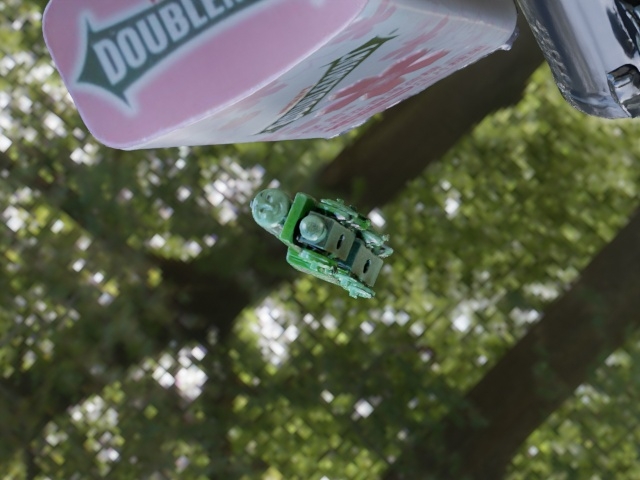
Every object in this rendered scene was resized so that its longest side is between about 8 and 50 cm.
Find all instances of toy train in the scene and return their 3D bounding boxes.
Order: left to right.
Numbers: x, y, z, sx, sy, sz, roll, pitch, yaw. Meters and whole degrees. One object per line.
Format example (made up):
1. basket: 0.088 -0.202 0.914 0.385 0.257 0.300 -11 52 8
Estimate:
1. toy train: 0.000 0.000 1.711 0.119 0.085 0.251 21 172 20

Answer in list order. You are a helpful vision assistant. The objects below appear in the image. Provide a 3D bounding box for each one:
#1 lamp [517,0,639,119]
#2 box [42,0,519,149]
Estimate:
1. lamp: 0.286 -0.258 1.492 0.272 0.205 0.374 52 -165 -55
2. box: -0.002 -0.136 0.980 0.112 0.190 0.370 66 -160 5
